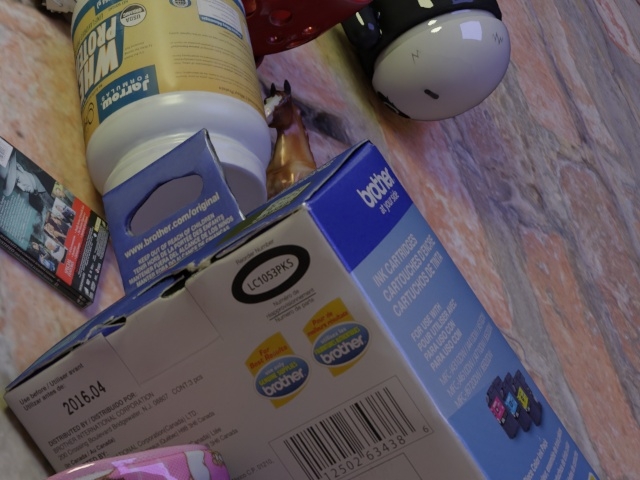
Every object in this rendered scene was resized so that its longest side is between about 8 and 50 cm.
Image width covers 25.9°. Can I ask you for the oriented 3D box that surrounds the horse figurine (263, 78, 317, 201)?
[{"bbox_3d":[0.000,0.000,1.274,0.263,0.066,0.174,49,35,-13],"label":"horse figurine"}]

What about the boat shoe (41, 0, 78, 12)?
[{"bbox_3d":[-0.217,-0.207,1.154,0.100,0.035,0.035,34,27,-25],"label":"boat shoe"}]

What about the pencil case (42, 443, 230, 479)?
[{"bbox_3d":[-0.072,0.303,0.761,0.167,0.160,0.386,14,51,-64],"label":"pencil case"}]

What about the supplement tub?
[{"bbox_3d":[-0.118,-0.107,1.101,0.144,0.144,0.200,26,41,-45],"label":"supplement tub"}]

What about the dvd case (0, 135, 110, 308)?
[{"bbox_3d":[-0.205,-0.015,1.011,0.119,0.013,0.087,43,32,-30],"label":"dvd case"}]

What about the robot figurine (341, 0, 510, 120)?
[{"bbox_3d":[0.109,-0.271,1.608,0.173,0.209,0.278,90,-20,-69],"label":"robot figurine"}]

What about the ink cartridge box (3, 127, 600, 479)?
[{"bbox_3d":[-0.013,0.123,0.910,0.395,0.270,0.151,55,26,-7],"label":"ink cartridge box"}]

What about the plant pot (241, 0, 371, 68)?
[{"bbox_3d":[-0.067,-0.259,1.301,0.191,0.174,0.191,40,33,-33],"label":"plant pot"}]
